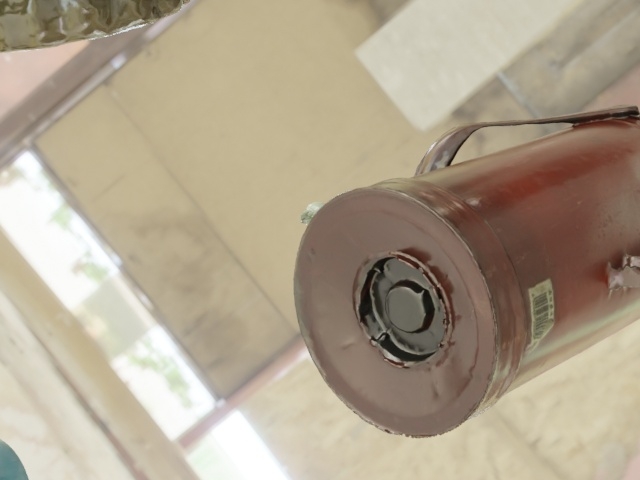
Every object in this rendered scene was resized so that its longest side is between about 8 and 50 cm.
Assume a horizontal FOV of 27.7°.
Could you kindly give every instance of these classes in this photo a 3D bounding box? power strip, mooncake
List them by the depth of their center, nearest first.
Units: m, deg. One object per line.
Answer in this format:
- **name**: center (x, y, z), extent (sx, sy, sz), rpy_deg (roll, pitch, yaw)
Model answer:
- **mooncake**: center (-0.222, -0.235, 1.069), extent (0.228, 0.228, 0.124), rpy_deg (-118, 20, -70)
- **power strip**: center (0.000, 0.000, 1.405), extent (0.055, 0.035, 0.083), rpy_deg (7, 117, 51)

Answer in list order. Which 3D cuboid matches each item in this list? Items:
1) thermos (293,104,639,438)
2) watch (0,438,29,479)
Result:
- **thermos**: center (0.104, 0.001, 0.539), extent (0.124, 0.232, 0.099), rpy_deg (9, 109, 43)
- **watch**: center (-0.348, 0.275, 1.199), extent (0.211, 0.193, 0.211), rpy_deg (11, 175, 1)
